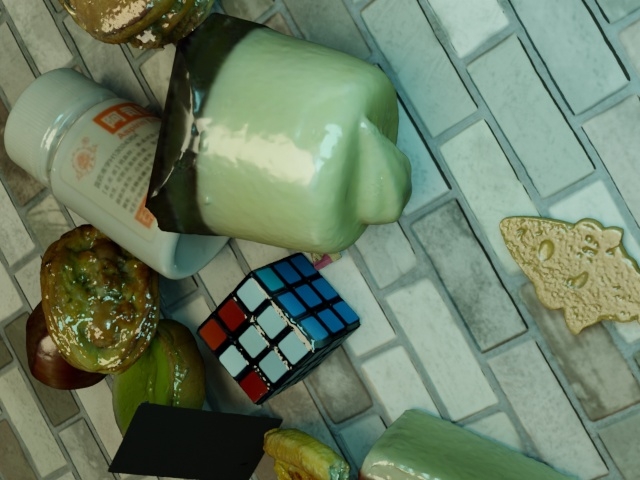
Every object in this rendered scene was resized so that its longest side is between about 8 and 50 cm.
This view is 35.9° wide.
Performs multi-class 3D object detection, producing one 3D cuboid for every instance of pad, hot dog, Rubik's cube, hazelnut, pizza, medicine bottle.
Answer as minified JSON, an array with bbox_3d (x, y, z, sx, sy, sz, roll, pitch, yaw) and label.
[{"bbox_3d":[-0.208,0.341,1.654,0.159,0.265,0.009,-62,33,24],"label":"pad"},{"bbox_3d":[-0.373,0.092,1.674,0.122,0.196,0.272,106,158,-53],"label":"hot dog"},{"bbox_3d":[-0.064,0.136,1.557,0.162,0.160,0.163,51,119,11],"label":"Rubik's cube"},{"bbox_3d":[-0.439,0.169,1.777,0.178,0.178,0.204,9,72,27],"label":"hazelnut"},{"bbox_3d":[0.012,0.433,1.568,0.287,0.075,0.280,63,158,-3],"label":"pizza"},{"bbox_3d":[-0.321,-0.115,1.620,0.371,0.211,0.211,34,115,19],"label":"medicine bottle"}]

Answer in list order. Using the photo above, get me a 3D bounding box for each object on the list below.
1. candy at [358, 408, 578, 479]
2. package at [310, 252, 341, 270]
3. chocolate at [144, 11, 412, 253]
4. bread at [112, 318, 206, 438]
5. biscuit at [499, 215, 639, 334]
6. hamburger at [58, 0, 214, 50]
[{"bbox_3d":[0.219,0.380,1.444,0.321,0.179,0.135,22,113,24],"label":"candy"},{"bbox_3d":[0.000,0.000,1.569,0.059,0.029,0.083,-27,77,38],"label":"package"},{"bbox_3d":[-0.028,-0.134,1.383,0.297,0.326,0.314,16,98,30],"label":"chocolate"},{"bbox_3d":[-0.284,0.252,1.712,0.236,0.070,0.236,-11,75,49],"label":"bread"},{"bbox_3d":[0.357,0.039,1.374,0.250,0.035,0.162,35,110,18],"label":"biscuit"},{"bbox_3d":[-0.300,-0.423,1.538,0.261,0.211,0.245,10,98,21],"label":"hamburger"}]
